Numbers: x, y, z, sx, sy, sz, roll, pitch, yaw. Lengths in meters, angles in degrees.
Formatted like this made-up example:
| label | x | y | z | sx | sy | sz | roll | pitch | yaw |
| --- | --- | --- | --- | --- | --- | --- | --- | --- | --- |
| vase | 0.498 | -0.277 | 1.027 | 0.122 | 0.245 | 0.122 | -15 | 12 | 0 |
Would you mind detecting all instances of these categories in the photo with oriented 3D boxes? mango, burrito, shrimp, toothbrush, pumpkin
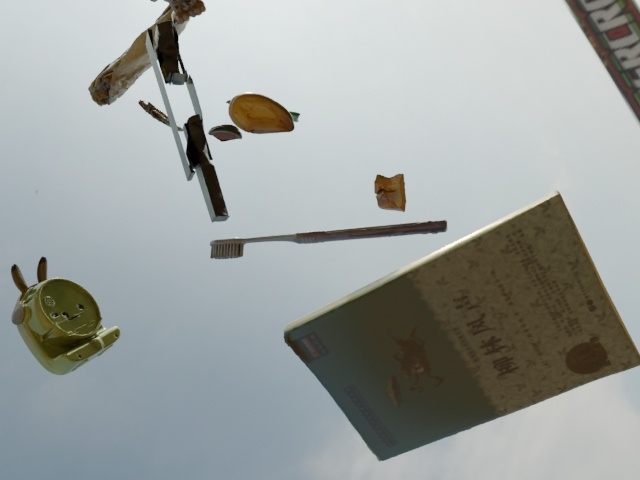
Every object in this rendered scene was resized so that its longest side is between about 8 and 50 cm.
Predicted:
| label | x | y | z | sx | sy | sz | roll | pitch | yaw |
| --- | --- | --- | --- | --- | --- | --- | --- | --- | --- |
| mango | -0.153 | -0.319 | 1.331 | 0.187 | 0.101 | 0.066 | 14 | -166 | 3 |
| burrito | -0.486 | -0.520 | 1.436 | 0.076 | 0.117 | 0.392 | 44 | -91 | -4 |
| shrimp | -0.498 | -0.382 | 1.593 | 0.178 | 0.034 | 0.124 | 36 | -174 | 3 |
| toothbrush | 0.000 | 0.000 | 0.744 | 0.024 | 0.353 | 0.029 | 38 | -130 | -67 |
| pumpkin | 0.158 | -0.104 | 1.191 | 0.035 | 0.073 | 0.101 | -52 | -41 | -44 |

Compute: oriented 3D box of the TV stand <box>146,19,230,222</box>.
| label | x | y | z | sx | sy | sz | roll | pitch | yaw |
| --- | --- | --- | --- | --- | --- | --- | --- | --- | --- |
| TV stand | -0.158 | -0.142 | 0.632 | 0.042 | 0.036 | 0.249 | -15 | -96 | -26 |

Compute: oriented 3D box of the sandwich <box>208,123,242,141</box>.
| label | x | y | z | sx | sy | sz | roll | pitch | yaw |
| --- | --- | --- | --- | --- | --- | --- | --- | --- | --- |
| sandwich | -0.301 | -0.336 | 1.641 | 0.101 | 0.069 | 0.026 | -7 | -111 | 7 |

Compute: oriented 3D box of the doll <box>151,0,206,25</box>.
| label | x | y | z | sx | sy | sz | roll | pitch | yaw |
| --- | --- | --- | --- | --- | --- | --- | --- | --- | --- |
| doll | -0.341 | -0.595 | 1.111 | 0.278 | 0.154 | 0.119 | 45 | -160 | -48 |

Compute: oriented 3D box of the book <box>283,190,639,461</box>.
| label | x | y | z | sx | sy | sz | roll | pitch | yaw |
| --- | --- | --- | --- | --- | --- | --- | --- | --- | --- |
| book | 0.175 | 0.132 | 0.673 | 0.264 | 0.379 | 0.031 | 55 | -161 | -17 |

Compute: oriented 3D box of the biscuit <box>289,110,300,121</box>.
| label | x | y | z | sx | sy | sz | roll | pitch | yaw |
| --- | --- | --- | --- | --- | --- | --- | --- | --- | --- |
| biscuit | -0.096 | -0.440 | 1.870 | 0.046 | 0.089 | 0.016 | 12 | -97 | -8 |

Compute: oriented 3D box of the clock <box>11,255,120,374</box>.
| label | x | y | z | sx | sy | sz | roll | pitch | yaw |
| --- | --- | --- | --- | --- | --- | --- | --- | --- | --- |
| clock | -0.517 | 0.141 | 1.035 | 0.232 | 0.069 | 0.170 | 53 | -163 | -1 |
